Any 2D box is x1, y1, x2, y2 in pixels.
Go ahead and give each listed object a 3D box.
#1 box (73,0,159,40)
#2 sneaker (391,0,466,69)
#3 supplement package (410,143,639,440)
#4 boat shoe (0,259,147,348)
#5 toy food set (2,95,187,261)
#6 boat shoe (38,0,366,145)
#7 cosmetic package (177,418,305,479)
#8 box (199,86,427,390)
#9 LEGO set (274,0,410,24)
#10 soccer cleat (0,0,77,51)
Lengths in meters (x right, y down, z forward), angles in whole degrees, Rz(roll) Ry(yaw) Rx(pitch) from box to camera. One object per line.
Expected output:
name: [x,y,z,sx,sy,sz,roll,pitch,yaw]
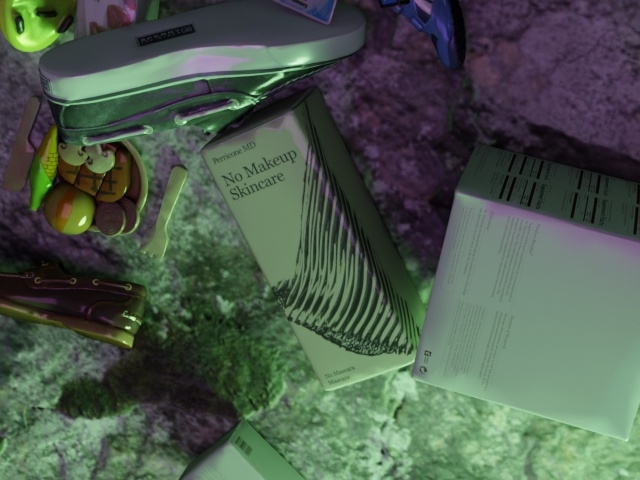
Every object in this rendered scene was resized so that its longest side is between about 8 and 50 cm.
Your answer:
box: [-0.180,-0.300,1.171,0.063,0.067,0.324,14,116,9]
sneaker: [0.090,-0.219,1.136,0.059,0.053,0.144,-20,96,18]
supplement package: [0.211,0.042,1.153,0.203,0.149,0.194,15,115,9]
boat shoe: [-0.287,0.058,1.352,0.207,0.073,0.073,13,77,7]
toy food set: [-0.240,-0.060,1.301,0.192,0.038,0.132,24,116,5]
boat shoe: [-0.102,-0.149,1.165,0.301,0.108,0.102,-13,127,-6]
cosmetic package: [-0.040,0.316,1.386,0.239,0.060,0.099,46,114,-5]
box: [0.000,0.000,1.227,0.113,0.094,0.275,-23,105,23]
LEGO set: [-0.007,-0.300,1.127,0.244,0.060,0.182,28,116,23]
soccer cleat: [-0.282,-0.326,1.193,0.121,0.093,0.289,29,126,37]
